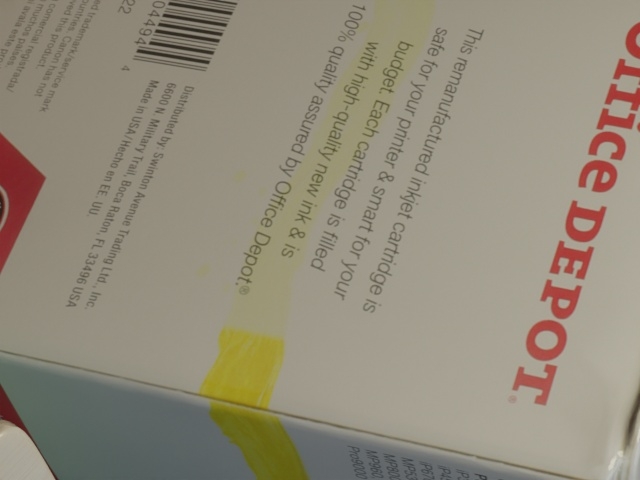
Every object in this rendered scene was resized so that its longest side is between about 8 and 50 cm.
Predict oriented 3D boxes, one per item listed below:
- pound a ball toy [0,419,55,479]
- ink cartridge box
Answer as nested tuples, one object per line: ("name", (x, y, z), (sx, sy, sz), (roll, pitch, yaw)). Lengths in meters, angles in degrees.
("pound a ball toy", (-0.199, 0.177, 0.931), (0.136, 0.208, 0.319), (-44, 142, -23))
("ink cartridge box", (0.000, 0.000, 0.977), (0.160, 0.384, 0.279), (74, 32, -53))
